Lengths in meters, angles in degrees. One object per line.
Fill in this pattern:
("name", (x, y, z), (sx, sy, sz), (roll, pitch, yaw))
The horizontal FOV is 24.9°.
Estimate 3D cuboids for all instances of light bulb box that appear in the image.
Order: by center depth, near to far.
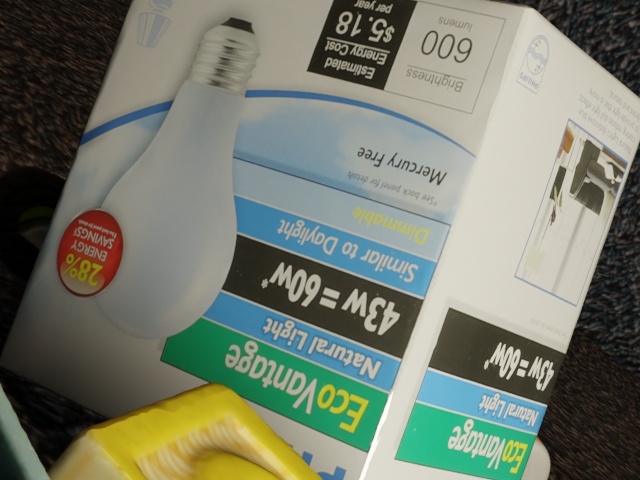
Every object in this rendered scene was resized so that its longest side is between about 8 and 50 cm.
("light bulb box", (0.000, 0.000, 1.092), (0.358, 0.361, 0.225), (18, -3, 37))

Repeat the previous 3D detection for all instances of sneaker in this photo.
("sneaker", (-0.170, 0.026, 1.344), (0.300, 0.111, 0.121), (40, 8, -13))

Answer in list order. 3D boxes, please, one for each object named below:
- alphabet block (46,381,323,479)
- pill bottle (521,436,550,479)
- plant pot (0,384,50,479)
("alphabet block", (-0.078, 0.216, 0.748), (0.193, 0.197, 0.192), (43, 12, 9))
("pill bottle", (0.164, 0.209, 1.671), (0.121, 0.121, 0.221), (32, 16, -36))
("plant pot", (-0.271, 0.095, 0.455), (0.247, 0.252, 0.248), (26, 20, -48))
